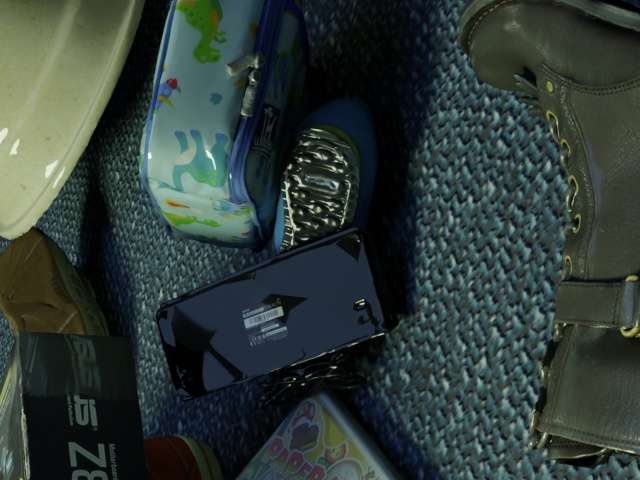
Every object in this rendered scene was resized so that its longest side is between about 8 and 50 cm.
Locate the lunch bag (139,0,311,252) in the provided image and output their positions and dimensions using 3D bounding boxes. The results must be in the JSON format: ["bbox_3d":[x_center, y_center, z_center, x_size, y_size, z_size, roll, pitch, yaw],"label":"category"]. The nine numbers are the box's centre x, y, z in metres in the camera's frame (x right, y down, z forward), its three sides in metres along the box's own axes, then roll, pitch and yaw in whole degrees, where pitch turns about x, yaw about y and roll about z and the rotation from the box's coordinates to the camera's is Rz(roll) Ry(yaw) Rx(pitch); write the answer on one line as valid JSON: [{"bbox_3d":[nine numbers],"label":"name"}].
[{"bbox_3d":[-0.060,-0.095,1.077,0.219,0.090,0.176,83,-162,-75],"label":"lunch bag"}]

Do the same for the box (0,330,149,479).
[{"bbox_3d":[-0.211,0.308,1.111,0.395,0.097,0.318,117,148,-42],"label":"box"}]

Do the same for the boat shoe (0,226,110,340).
[{"bbox_3d":[-0.244,0.100,1.507,0.104,0.089,0.285,-39,43,17],"label":"boat shoe"}]

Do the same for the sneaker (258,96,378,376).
[{"bbox_3d":[0.000,0.000,1.061,0.082,0.069,0.209,-53,-21,-59],"label":"sneaker"}]

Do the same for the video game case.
[{"bbox_3d":[-0.021,0.219,0.958,0.206,0.026,0.227,-51,30,4],"label":"video game case"}]

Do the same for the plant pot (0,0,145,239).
[{"bbox_3d":[-0.386,-0.211,1.557,0.334,0.305,0.334,-48,28,36],"label":"plant pot"}]

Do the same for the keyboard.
[{"bbox_3d":[-0.025,0.064,1.041,0.192,0.038,0.100,-21,78,35],"label":"keyboard"}]

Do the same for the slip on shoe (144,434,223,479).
[{"bbox_3d":[-0.107,0.270,1.123,0.123,0.101,0.331,-62,32,30],"label":"slip on shoe"}]

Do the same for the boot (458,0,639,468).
[{"bbox_3d":[0.132,-0.007,0.741,0.263,0.091,0.229,12,91,63],"label":"boot"}]
